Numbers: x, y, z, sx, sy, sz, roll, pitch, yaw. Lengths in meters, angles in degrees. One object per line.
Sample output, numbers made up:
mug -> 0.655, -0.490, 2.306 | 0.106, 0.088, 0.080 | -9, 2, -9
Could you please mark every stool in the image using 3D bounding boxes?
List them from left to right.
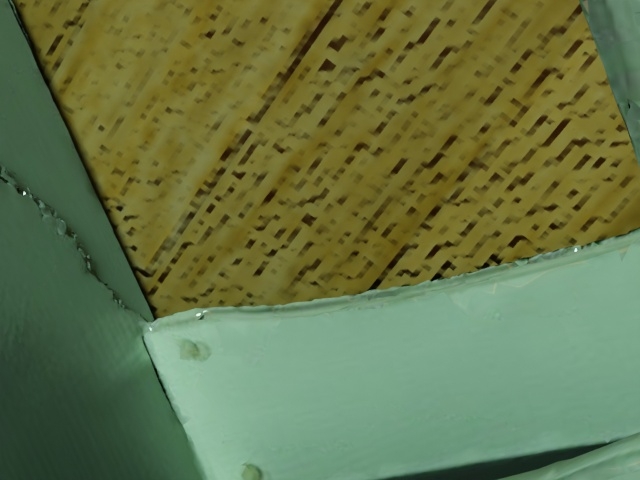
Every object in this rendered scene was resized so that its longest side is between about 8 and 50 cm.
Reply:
stool -> 0.000, 0.000, 0.433 | 0.243, 0.170, 0.270 | -13, 110, 25
